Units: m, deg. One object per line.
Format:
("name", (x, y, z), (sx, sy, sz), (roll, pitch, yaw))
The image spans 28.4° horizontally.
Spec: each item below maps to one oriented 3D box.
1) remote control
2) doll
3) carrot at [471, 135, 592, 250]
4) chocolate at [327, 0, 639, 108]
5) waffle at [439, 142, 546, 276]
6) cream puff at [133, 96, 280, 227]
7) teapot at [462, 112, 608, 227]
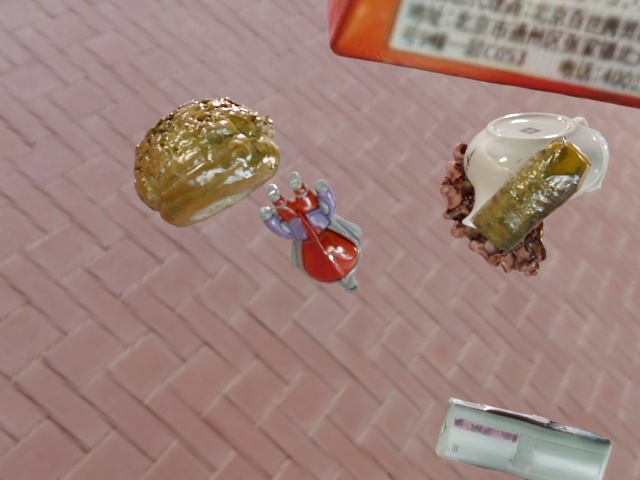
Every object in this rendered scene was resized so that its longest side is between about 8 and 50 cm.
("remote control", (0.202, 0.205, 1.258), (0.166, 0.065, 0.029), (14, 11, 1))
("doll", (0.000, 0.000, 1.619), (0.227, 0.102, 0.075), (52, 15, -45))
("carrot", (0.292, -0.064, 1.733), (0.082, 0.173, 0.082), (39, 20, -17))
("chocolate", (0.192, -0.273, 1.041), (0.360, 0.161, 0.341), (9, 43, -8))
("waffle", (0.290, -0.053, 2.115), (0.234, 0.055, 0.221), (22, 57, -32))
("cream puff", (-0.111, -0.078, 1.182), (0.103, 0.144, 0.126), (62, 27, 8))
("teapot", (0.341, -0.113, 1.938), (0.299, 0.166, 0.208), (-7, 8, -35))
